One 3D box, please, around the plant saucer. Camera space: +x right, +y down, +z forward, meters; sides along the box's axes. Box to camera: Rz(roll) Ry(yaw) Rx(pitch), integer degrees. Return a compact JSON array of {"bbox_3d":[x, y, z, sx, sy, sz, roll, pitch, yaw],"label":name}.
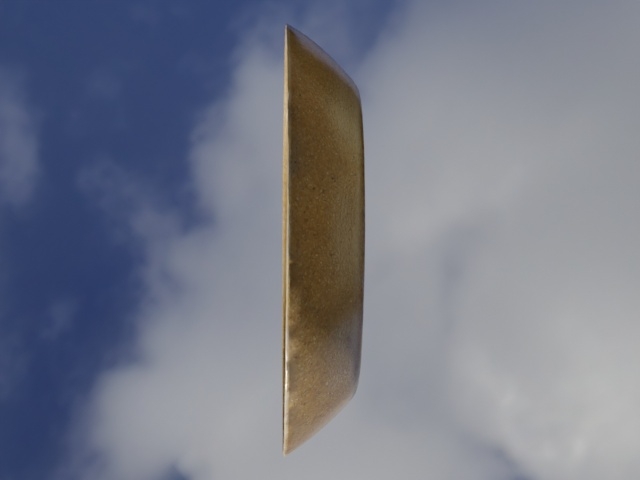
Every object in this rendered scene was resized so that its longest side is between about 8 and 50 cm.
[{"bbox_3d":[0.000,0.000,0.343,0.015,0.083,0.083,0,-118,-2],"label":"plant saucer"}]
